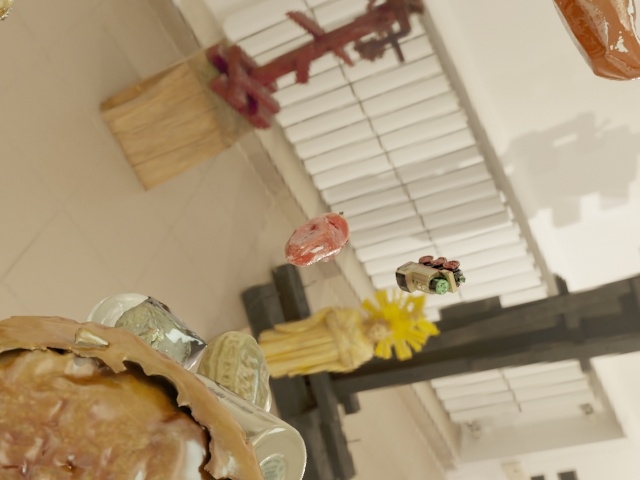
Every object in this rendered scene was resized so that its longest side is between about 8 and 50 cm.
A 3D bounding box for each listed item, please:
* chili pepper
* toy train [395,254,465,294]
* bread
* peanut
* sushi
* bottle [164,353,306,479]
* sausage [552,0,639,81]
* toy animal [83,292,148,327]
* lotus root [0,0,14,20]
[{"bbox_3d":[0.001,0.001,1.045,0.191,0.059,0.050,-37,137,-64],"label":"chili pepper"},{"bbox_3d":[0.205,0.068,1.644,0.087,0.138,0.050,-28,111,-26],"label":"toy train"},{"bbox_3d":[-0.217,0.230,0.661,0.358,0.204,0.337,38,50,13],"label":"bread"},{"bbox_3d":[-0.097,0.193,0.969,0.093,0.083,0.194,71,15,-60],"label":"peanut"},{"bbox_3d":[-0.320,0.235,1.458,0.134,0.273,0.109,34,1,11],"label":"sushi"},{"bbox_3d":[-0.120,0.189,0.855,0.097,0.209,0.110,42,74,-46],"label":"bottle"},{"bbox_3d":[0.321,-0.259,1.024,0.179,0.089,0.089,62,28,-4],"label":"sausage"},{"bbox_3d":[-0.457,0.247,1.896,0.174,0.249,0.289,68,14,-47],"label":"toy animal"},{"bbox_3d":[-0.355,-0.282,0.922,0.062,0.073,0.150,50,-17,22],"label":"lotus root"}]
